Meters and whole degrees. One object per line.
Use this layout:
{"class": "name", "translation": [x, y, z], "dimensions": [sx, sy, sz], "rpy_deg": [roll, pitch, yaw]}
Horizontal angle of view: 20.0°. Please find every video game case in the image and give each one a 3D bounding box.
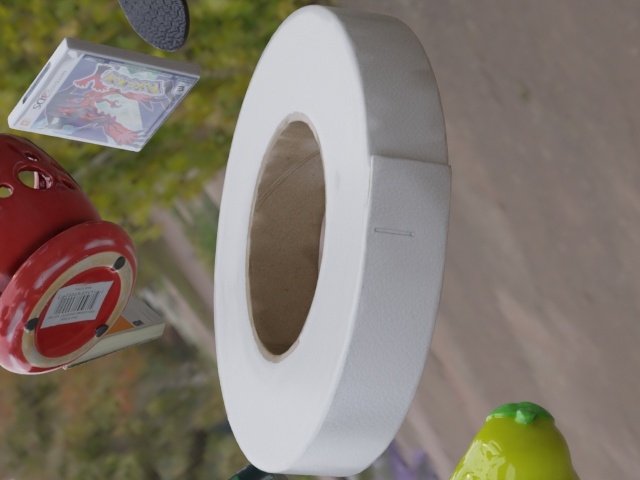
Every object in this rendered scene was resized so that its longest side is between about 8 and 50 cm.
{"class": "video game case", "translation": [-0.290, -0.192, 2.432], "dimensions": [0.183, 0.201, 0.023], "rpy_deg": [-45, 47, 42]}

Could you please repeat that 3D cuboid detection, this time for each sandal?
{"class": "sandal", "translation": [-0.185, -0.267, 1.837], "dimensions": [0.179, 0.067, 0.040], "rpy_deg": [50, -155, 15]}

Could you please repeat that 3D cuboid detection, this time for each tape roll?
{"class": "tape roll", "translation": [0.000, 0.000, 1.495], "dimensions": [0.392, 0.072, 0.392], "rpy_deg": [-174, 90, -70]}

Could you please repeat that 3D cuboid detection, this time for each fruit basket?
{"class": "fruit basket", "translation": [0.204, 0.382, 2.109], "dimensions": [0.283, 0.392, 0.392], "rpy_deg": [-22, 109, 42]}

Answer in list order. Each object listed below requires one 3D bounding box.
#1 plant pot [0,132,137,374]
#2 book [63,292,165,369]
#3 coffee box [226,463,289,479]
{"class": "plant pot", "translation": [-0.284, 0.022, 1.711], "dimensions": [0.174, 0.191, 0.191], "rpy_deg": [40, 165, 26]}
{"class": "book", "translation": [-0.268, 0.094, 2.144], "dimensions": [0.096, 0.144, 0.035], "rpy_deg": [40, 128, 32]}
{"class": "coffee box", "translation": [-0.046, 0.287, 1.680], "dimensions": [0.184, 0.113, 0.040], "rpy_deg": [49, -171, -39]}
